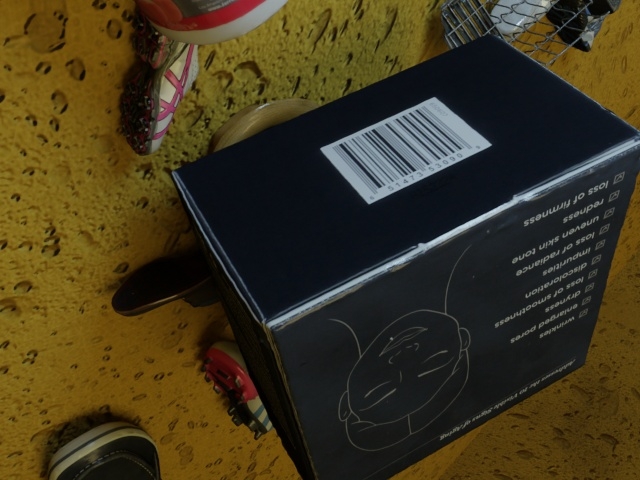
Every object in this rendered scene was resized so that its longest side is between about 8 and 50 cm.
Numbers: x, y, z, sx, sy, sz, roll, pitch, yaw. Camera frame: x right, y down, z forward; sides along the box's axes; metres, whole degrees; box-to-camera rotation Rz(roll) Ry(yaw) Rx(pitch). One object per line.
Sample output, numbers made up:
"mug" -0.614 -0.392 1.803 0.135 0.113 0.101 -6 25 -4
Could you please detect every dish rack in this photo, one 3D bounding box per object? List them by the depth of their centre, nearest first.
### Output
"dish rack" 0.316 -0.360 1.090 0.271 0.074 0.208 -41 112 4

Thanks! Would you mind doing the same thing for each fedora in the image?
"fedora" -0.080 -0.127 0.956 0.194 0.079 0.194 -29 144 -24

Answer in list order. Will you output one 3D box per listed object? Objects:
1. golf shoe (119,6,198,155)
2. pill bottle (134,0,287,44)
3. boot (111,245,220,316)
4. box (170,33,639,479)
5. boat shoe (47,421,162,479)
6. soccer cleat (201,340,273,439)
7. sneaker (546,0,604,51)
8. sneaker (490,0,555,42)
"golf shoe" -0.172 -0.178 0.803 0.086 0.067 0.186 -13 135 -44
"pill bottle" -0.139 -0.327 0.570 0.176 0.176 0.318 -43 148 -6
"boot" -0.199 0.076 1.045 0.219 0.082 0.106 -29 142 -29
"box" 0.119 0.056 0.971 0.480 0.297 0.471 -25 138 -13
"boat shoe" -0.346 0.488 1.270 0.187 0.156 0.500 -28 143 -24
"soccer cleat" -0.125 0.248 1.319 0.143 0.116 0.331 -50 154 -26
"sneaker" 0.469 -0.419 1.287 0.081 0.080 0.211 -59 156 8
"sneaker" 0.366 -0.411 1.183 0.212 0.080 0.094 -41 161 3
